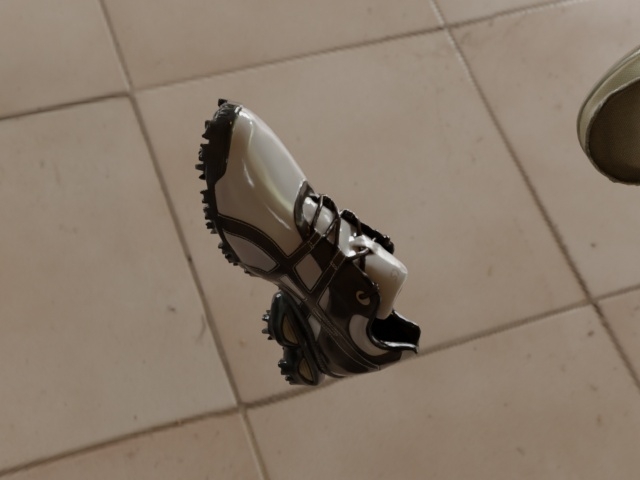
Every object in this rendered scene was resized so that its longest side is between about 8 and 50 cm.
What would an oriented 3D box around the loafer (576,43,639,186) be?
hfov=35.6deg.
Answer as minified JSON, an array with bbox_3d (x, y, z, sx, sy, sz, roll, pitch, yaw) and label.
[{"bbox_3d":[0.280,-0.094,0.654,0.102,0.268,0.092,52,48,-16],"label":"loafer"}]

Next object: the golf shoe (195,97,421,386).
[{"bbox_3d":[0.000,0.000,0.560,0.093,0.198,0.077,-5,43,24],"label":"golf shoe"}]
